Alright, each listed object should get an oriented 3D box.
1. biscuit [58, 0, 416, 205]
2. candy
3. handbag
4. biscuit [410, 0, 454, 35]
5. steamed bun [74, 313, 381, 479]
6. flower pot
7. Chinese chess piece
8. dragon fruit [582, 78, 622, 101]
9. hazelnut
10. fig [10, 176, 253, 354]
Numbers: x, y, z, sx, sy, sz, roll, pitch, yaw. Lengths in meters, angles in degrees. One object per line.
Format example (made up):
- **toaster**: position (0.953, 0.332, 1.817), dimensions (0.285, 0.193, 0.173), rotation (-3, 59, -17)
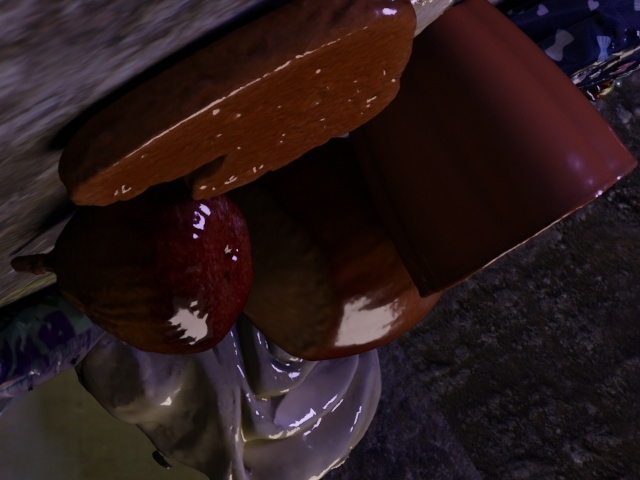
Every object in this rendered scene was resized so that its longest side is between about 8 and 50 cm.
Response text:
- **biscuit**: position (-0.039, -0.064, 0.618), dimensions (0.186, 0.036, 0.192), rotation (-31, 171, -6)
- **candy**: position (-0.258, 0.094, 1.063), dimensions (0.145, 0.070, 0.275), rotation (-25, -173, 32)
- **handbag**: position (0.248, -0.195, 1.098), dimensions (0.260, 0.113, 0.162), rotation (-30, 173, 1)
- **biscuit**: position (0.020, -0.114, 0.747), dimensions (0.152, 0.020, 0.152), rotation (-31, 178, -1)
- **steamed bun**: position (-0.081, 0.134, 1.493), dimensions (0.394, 0.347, 0.237), rotation (10, 132, -32)
- **flower pot**: position (0.112, -0.077, 0.917), dimensions (0.190, 0.173, 0.190), rotation (-31, 179, 0)
- **Chinese chess piece**: position (-0.313, 0.302, 1.582), dimensions (0.349, 0.349, 0.146), rotation (-31, -164, -29)
- **dragon fruit**: position (0.278, -0.215, 1.302), dimensions (0.175, 0.142, 0.138), rotation (-13, 144, 18)
- **hazelnut**: position (0.000, -0.008, 1.028), dimensions (0.210, 0.210, 0.186), rotation (-32, 148, 25)
- **fig**: position (-0.106, 0.008, 0.757), dimensions (0.119, 0.119, 0.153), rotation (-31, -155, -31)
